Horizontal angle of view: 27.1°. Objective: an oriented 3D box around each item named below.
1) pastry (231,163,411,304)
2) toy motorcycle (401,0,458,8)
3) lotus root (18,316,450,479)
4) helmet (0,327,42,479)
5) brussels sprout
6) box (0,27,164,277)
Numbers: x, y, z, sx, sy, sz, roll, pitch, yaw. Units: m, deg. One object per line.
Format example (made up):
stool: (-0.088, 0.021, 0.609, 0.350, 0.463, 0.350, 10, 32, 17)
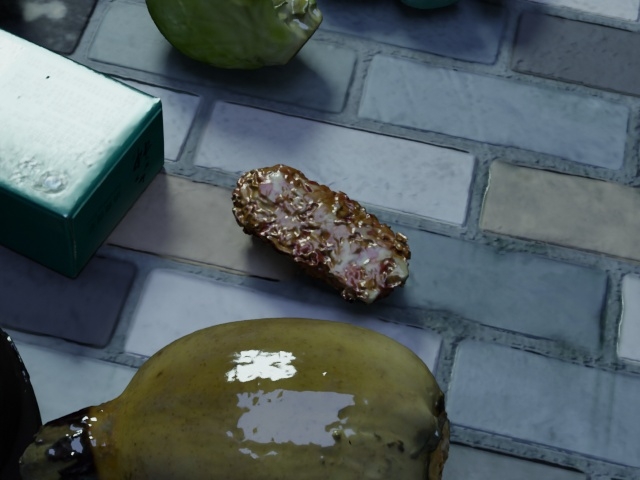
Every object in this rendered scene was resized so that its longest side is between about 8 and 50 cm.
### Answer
pastry: (0.002, -0.002, 1.133, 0.169, 0.063, 0.087, 35, 68, 14)
toy motorcycle: (0.137, -0.329, 1.347, 0.198, 0.109, 0.296, 35, 61, 18)
lotus root: (-0.060, 0.147, 0.962, 0.310, 0.183, 0.183, 0, 54, 3)
helmet: (-0.338, 0.093, 0.969, 0.305, 0.177, 0.225, 40, 59, 23)
brussels sprout: (-0.090, -0.239, 1.247, 0.183, 0.145, 0.131, 61, 33, -12)
box: (-0.276, -0.091, 1.154, 0.245, 0.092, 0.153, 26, 56, 13)
